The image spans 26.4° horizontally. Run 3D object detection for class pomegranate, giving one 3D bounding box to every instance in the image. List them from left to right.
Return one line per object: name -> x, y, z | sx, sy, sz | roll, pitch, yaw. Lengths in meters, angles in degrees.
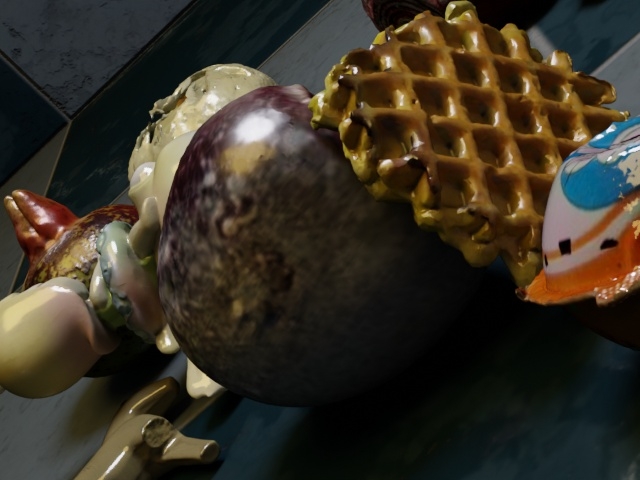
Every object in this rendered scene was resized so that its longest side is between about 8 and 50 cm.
pomegranate -> -0.273, 0.031, 1.587 | 0.214, 0.248, 0.214 | -42, 1, 1

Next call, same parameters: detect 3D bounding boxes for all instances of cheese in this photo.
cheese -> 0.231, -0.030, 0.863 | 0.217, 0.129, 0.329 | -29, 7, 27

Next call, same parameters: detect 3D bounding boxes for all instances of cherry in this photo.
cherry -> 0.000, 0.000, 1.088 | 0.296, 0.255, 0.218 | -61, 19, 22

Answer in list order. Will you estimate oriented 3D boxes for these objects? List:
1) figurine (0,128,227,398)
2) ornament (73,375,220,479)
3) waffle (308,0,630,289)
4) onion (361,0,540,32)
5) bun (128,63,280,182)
figurine -> -0.180, 0.062, 1.384 | 0.394, 0.227, 0.275 | -27, 55, 4
ornament -> -0.189, 0.222, 1.321 | 0.230, 0.061, 0.245 | -52, 20, -24
waffle -> 0.126, -0.077, 1.011 | 0.238, 0.243, 0.059 | -47, -7, -43
onion -> 0.151, -0.335, 1.522 | 0.216, 0.206, 0.207 | -54, 21, -20
bun -> -0.162, -0.140, 1.870 | 0.259, 0.152, 0.259 | -37, 20, 16
